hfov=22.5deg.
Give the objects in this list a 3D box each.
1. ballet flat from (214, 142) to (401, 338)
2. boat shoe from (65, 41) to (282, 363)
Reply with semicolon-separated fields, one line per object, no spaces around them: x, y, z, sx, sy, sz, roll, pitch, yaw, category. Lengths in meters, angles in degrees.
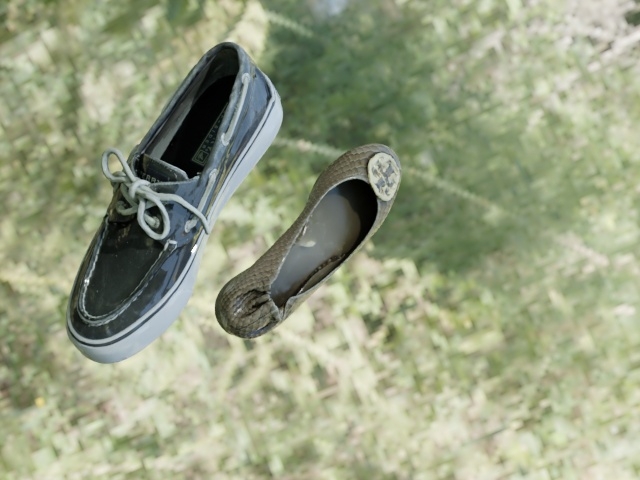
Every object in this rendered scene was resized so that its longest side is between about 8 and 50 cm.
0.000;0.000;1.494;0.250;0.058;0.084;-44;113;-26;ballet flat
-0.139;-0.038;1.427;0.113;0.306;0.105;29;-13;27;boat shoe
